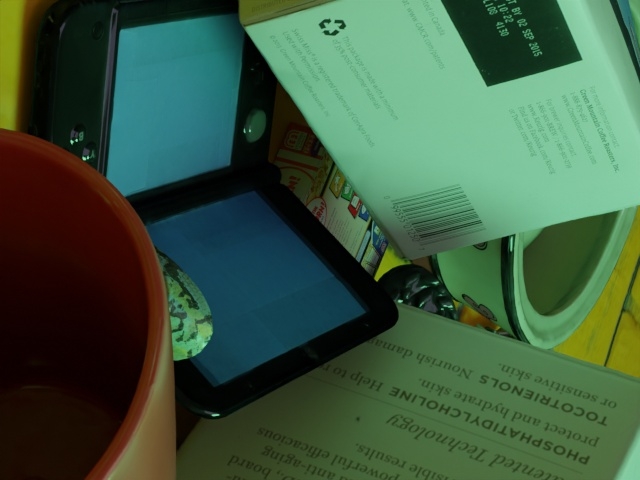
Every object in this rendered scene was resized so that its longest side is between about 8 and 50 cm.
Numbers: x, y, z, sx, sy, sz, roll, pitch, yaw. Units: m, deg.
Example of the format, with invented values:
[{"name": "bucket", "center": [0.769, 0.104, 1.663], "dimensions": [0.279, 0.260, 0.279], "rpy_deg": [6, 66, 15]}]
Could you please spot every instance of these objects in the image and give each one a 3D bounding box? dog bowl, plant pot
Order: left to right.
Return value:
[{"name": "plant pot", "center": [-0.196, 0.113, 0.913], "dimensions": [0.275, 0.275, 0.243], "rpy_deg": [-60, 159, -26]}, {"name": "dog bowl", "center": [0.224, -0.099, 1.710], "dimensions": [0.408, 0.150, 0.408], "rpy_deg": [-41, 139, -47]}]

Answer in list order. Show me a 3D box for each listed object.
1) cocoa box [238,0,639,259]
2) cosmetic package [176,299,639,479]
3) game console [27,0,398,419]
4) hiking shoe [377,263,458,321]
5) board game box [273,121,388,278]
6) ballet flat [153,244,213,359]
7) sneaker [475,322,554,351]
[{"name": "cocoa box", "center": [0.104, -0.183, 1.232], "dimensions": [0.347, 0.231, 0.228], "rpy_deg": [52, 29, -53]}, {"name": "cosmetic package", "center": [0.046, 0.306, 1.299], "dimensions": [0.394, 0.327, 0.329], "rpy_deg": [-55, 153, -37]}, {"name": "game console", "center": [-0.059, -0.046, 1.161], "dimensions": [0.293, 0.173, 0.250], "rpy_deg": [-23, 125, -58]}, {"name": "hiking shoe", "center": [0.062, 0.148, 1.584], "dimensions": [0.113, 0.132, 0.304], "rpy_deg": [-8, 120, -20]}, {"name": "board game box", "center": [0.000, 0.000, 1.443], "dimensions": [0.147, 0.045, 0.193], "rpy_deg": [-68, 153, -12]}, {"name": "ballet flat", "center": [-0.149, 0.010, 1.010], "dimensions": [0.070, 0.188, 0.070], "rpy_deg": [-52, 175, -7]}, {"name": "sneaker", "center": [0.193, 0.143, 1.833], "dimensions": [0.281, 0.105, 0.115], "rpy_deg": [-32, 132, -53]}]
